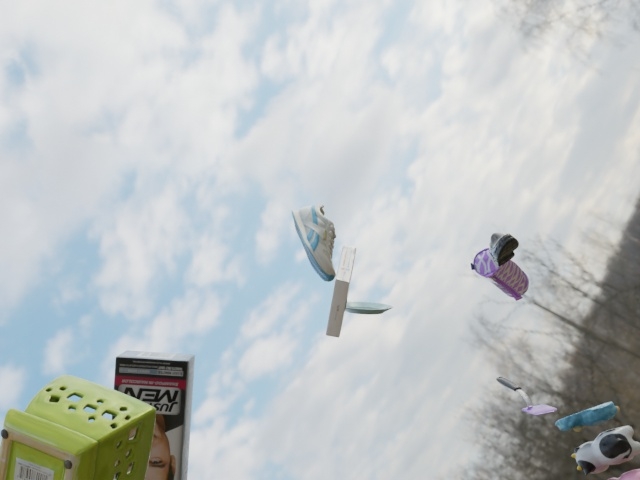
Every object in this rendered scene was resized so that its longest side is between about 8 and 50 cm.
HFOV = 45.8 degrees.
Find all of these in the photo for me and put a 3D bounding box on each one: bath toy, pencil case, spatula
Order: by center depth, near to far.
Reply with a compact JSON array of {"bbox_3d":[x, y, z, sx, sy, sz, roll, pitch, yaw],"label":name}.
[{"bbox_3d":[0.658,0.540,1.672,0.129,0.348,0.151,-12,-31,-18],"label":"bath toy"},{"bbox_3d":[0.486,0.088,2.024,0.086,0.088,0.206,-30,-36,27],"label":"pencil case"},{"bbox_3d":[0.611,0.468,2.291,0.084,0.296,0.030,-8,-75,-13],"label":"spatula"}]

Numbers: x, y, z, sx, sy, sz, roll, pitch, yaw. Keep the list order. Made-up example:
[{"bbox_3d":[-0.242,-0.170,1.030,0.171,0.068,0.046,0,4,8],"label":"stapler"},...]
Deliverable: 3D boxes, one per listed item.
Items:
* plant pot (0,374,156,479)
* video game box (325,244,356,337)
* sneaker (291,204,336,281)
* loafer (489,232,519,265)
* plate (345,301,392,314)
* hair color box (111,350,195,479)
[{"bbox_3d":[-0.473,0.410,1.424,0.207,0.228,0.227,-18,-58,-70],"label":"plant pot"},{"bbox_3d":[0.061,0.147,2.216,0.187,0.048,0.205,-70,-9,-57],"label":"video game box"},{"bbox_3d":[0.000,0.000,1.921,0.092,0.228,0.087,-19,-31,-6],"label":"sneaker"},{"bbox_3d":[0.405,0.011,1.711,0.062,0.061,0.170,-32,-17,-3],"label":"loafer"},{"bbox_3d":[0.147,0.226,2.517,0.188,0.188,0.024,-1,-85,-62],"label":"plate"},{"bbox_3d":[-0.435,0.481,1.950,0.113,0.185,0.374,-106,20,-89],"label":"hair color box"}]
